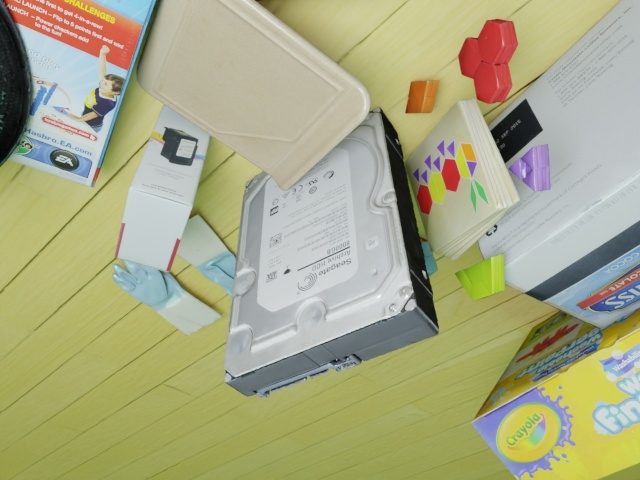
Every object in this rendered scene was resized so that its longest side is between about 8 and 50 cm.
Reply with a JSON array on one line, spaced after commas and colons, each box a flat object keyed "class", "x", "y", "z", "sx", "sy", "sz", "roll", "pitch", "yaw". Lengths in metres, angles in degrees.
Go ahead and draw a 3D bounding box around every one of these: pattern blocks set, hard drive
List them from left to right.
[{"class": "hard drive", "x": 0.000, "y": 0.000, "z": 0.664, "sx": 0.237, "sy": 0.339, "sz": 0.064, "roll": -25, "pitch": 132, "yaw": 23}, {"class": "pattern blocks set", "x": 0.163, "y": -0.071, "z": 0.654, "sx": 0.026, "sy": 0.285, "sz": 0.325, "roll": -10, "pitch": 173, "yaw": -16}]

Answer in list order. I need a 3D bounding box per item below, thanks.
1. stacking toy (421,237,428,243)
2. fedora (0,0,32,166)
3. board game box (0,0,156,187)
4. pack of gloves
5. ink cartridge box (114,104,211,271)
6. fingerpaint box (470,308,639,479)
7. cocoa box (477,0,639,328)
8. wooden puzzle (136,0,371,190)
[{"class": "stacking toy", "x": 0.056, "y": 0.042, "z": 0.925, "sx": 0.221, "sy": 0.052, "sz": 0.167, "roll": 15, "pitch": 132, "yaw": -15}, {"class": "fedora", "x": -0.407, "y": -0.117, "z": 0.460, "sx": 0.334, "sy": 0.152, "sz": 0.334, "roll": -22, "pitch": 143, "yaw": -17}, {"class": "board game box", "x": -0.356, "y": -0.235, "z": 0.581, "sx": 0.308, "sy": 0.086, "sz": 0.302, "roll": 20, "pitch": 132, "yaw": -22}, {"class": "pack of gloves", "x": -0.225, "y": 0.056, "z": 0.942, "sx": 0.195, "sy": 0.046, "sz": 0.232, "roll": -29, "pitch": 135, "yaw": 10}, {"class": "ink cartridge box", "x": -0.199, "y": -0.069, "z": 0.700, "sx": 0.072, "sy": 0.175, "sz": 0.127, "roll": 16, "pitch": 133, "yaw": -15}, {"class": "fingerpaint box", "x": 0.498, "y": 0.162, "z": 0.838, "sx": 0.163, "sy": 0.371, "sz": 0.445, "roll": 50, "pitch": 127, "yaw": 11}, {"class": "cocoa box", "x": 0.378, "y": -0.094, "z": 0.661, "sx": 0.228, "sy": 0.231, "sz": 0.347, "roll": 24, "pitch": 131, "yaw": -26}, {"class": "wooden puzzle", "x": -0.084, "y": -0.177, "z": 0.613, "sx": 0.239, "sy": 0.044, "sz": 0.221, "roll": 37, "pitch": 147, "yaw": -13}]
